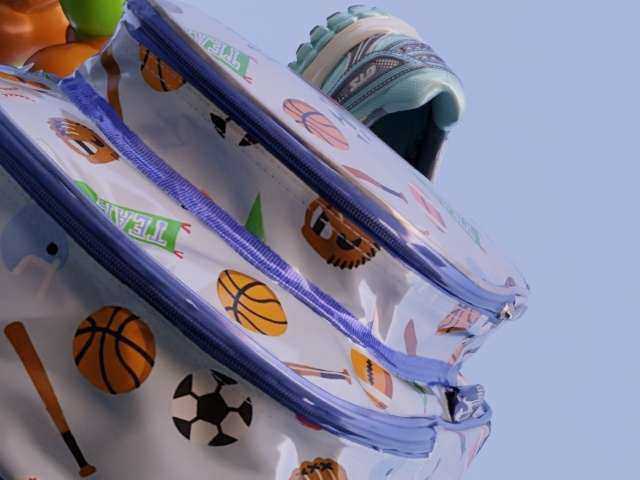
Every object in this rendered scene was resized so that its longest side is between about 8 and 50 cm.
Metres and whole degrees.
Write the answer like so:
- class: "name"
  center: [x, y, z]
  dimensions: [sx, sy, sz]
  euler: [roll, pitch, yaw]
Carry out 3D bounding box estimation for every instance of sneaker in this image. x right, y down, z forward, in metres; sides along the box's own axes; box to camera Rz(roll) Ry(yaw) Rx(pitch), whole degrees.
- class: "sneaker"
  center: [0.000, 0.000, 1.199]
  dimensions: [0.122, 0.110, 0.283]
  euler: [38, -70, 51]

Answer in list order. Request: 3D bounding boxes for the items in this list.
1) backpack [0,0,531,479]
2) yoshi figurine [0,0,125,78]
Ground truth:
- class: "backpack"
  center: [-0.053, 0.031, 0.759]
  dimensions: [0.276, 0.263, 0.213]
  euler: [34, -77, 13]
- class: "yoshi figurine"
  center: [-0.171, -0.252, 1.108]
  dimensions: [0.203, 0.203, 0.362]
  euler: [5, -65, -3]
